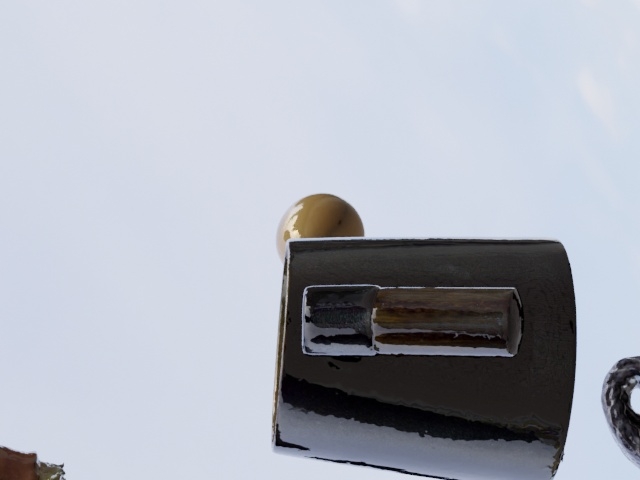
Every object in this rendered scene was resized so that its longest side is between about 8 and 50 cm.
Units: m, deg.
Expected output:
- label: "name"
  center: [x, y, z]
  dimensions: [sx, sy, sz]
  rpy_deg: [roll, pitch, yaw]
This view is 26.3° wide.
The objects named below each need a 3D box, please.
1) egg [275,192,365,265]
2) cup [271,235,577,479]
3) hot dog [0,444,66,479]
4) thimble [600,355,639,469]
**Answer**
- label: "egg"
  center: [0.000, 0.000, 1.215]
  dimensions: [0.080, 0.080, 0.096]
  rpy_deg: [60, -169, -16]
- label: "cup"
  center: [0.064, 0.051, 0.860]
  dimensions: [0.239, 0.177, 0.166]
  rpy_deg: [99, 176, -53]
- label: "hot dog"
  center: [-0.297, 0.209, 1.085]
  dimensions: [0.213, 0.146, 0.103]
  rpy_deg: [11, -109, -14]
- label: "thimble"
  center: [0.305, 0.154, 1.234]
  dimensions: [0.066, 0.095, 0.104]
  rpy_deg: [48, -156, -67]
